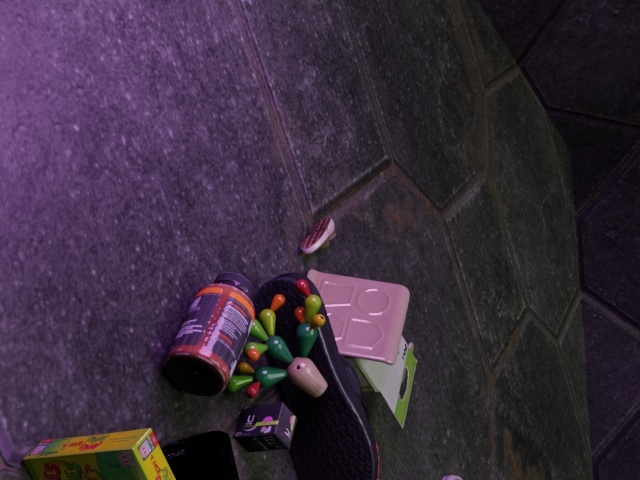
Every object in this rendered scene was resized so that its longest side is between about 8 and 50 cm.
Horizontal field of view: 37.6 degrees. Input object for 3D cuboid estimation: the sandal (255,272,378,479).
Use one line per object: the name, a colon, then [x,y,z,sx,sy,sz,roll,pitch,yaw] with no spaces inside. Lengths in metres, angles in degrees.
sandal: [0.015,0.268,1.688,0.107,0.167,0.446,-19,95,-55]

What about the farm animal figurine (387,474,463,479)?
farm animal figurine: [0.140,0.588,1.686,0.330,0.172,0.327,11,75,-38]

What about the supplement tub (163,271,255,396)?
supplement tub: [-0.165,0.141,1.484,0.106,0.106,0.198,59,34,-31]

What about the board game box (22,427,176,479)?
board game box: [-0.270,0.288,1.156,0.043,0.181,0.092,-49,122,-56]

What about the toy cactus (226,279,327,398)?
toy cactus: [-0.053,0.191,1.577,0.180,0.112,0.219,46,72,-16]

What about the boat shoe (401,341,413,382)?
boat shoe: [0.175,0.278,2.120,0.133,0.042,0.049,-63,153,-50]

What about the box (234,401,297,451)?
box: [-0.091,0.313,1.574,0.052,0.083,0.062,54,36,-37]

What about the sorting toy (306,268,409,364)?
sorting toy: [0.057,0.149,1.819,0.038,0.208,0.193,95,10,-47]

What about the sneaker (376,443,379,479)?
sneaker: [0.071,0.497,1.786,0.135,0.097,0.276,-15,91,-62]

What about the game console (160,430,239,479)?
game console: [-0.168,0.474,1.391,0.213,0.044,0.361,-2,77,-62]

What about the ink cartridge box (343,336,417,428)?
ink cartridge box: [0.097,0.244,1.933,0.255,0.097,0.189,58,34,-35]

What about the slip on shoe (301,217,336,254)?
slip on shoe: [0.000,0.000,1.900,0.041,0.051,0.135,65,23,-17]
